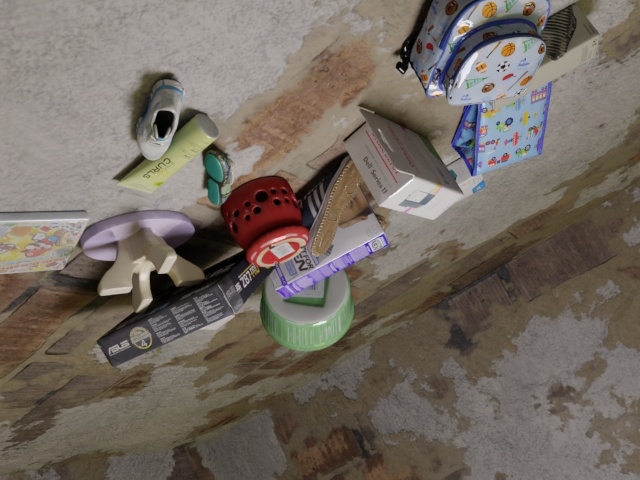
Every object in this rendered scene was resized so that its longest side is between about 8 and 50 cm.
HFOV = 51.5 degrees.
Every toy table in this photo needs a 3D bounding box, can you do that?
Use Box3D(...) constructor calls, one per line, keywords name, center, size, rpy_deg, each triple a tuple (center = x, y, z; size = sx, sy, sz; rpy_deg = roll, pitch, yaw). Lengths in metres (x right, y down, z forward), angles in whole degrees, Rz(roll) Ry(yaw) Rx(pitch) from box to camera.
Box3D(name="toy table", center=(-0.408, 0.041, 1.561), size=(0.274, 0.161, 0.252), rpy_deg=(-12, 153, -27))

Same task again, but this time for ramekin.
Box3D(name="ramekin", center=(-0.043, 0.177, 2.068), size=(0.303, 0.303, 0.148), rpy_deg=(-21, 149, -13))

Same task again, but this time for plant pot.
Box3D(name="plant pot", center=(-0.134, -0.037, 1.667), size=(0.191, 0.174, 0.191), rpy_deg=(-20, 157, -9))

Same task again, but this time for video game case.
Box3D(name="video game case", center=(-0.636, 0.008, 1.419), size=(0.227, 0.026, 0.206), rpy_deg=(-4, 149, -42))

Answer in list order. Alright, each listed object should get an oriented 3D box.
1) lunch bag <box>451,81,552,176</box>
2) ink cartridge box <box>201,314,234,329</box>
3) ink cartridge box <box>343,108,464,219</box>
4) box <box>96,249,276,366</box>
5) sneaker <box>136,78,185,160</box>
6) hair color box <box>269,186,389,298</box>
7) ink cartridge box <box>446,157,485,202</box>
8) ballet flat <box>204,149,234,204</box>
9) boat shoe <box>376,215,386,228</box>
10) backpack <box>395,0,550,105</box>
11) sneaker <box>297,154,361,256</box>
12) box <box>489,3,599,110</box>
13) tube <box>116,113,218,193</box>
Box3D(name="lunch bag", center=(0.495, -0.338, 1.771), size=(0.221, 0.138, 0.293), rpy_deg=(-19, 147, -11))
Box3D(name="ink cartridge box", center=(-0.349, 0.221, 2.089), size=(0.092, 0.090, 0.143), rpy_deg=(-35, 157, 20))
Box3D(name="ink cartridge box", center=(0.194, -0.183, 1.654), size=(0.119, 0.207, 0.353), rpy_deg=(-40, 153, 26))
Box3D(name="box", center=(-0.339, 0.163, 1.729), size=(0.395, 0.097, 0.318), rpy_deg=(-25, -168, 22))
Box3D(name="sneaker", center=(-0.302, -0.205, 1.229), size=(0.071, 0.083, 0.191), rpy_deg=(9, 142, -20))
Box3D(name="hair color box", center=(0.000, 0.000, 1.866), size=(0.339, 0.185, 0.110), rpy_deg=(-28, 156, 2))
Box3D(name="ink cartridge box", center=(0.389, -0.161, 2.069), size=(0.231, 0.078, 0.134), rpy_deg=(-30, 157, 10))
Box3D(name="ballet flat", center=(-0.223, -0.153, 1.486), size=(0.070, 0.070, 0.188), rpy_deg=(-17, 157, -20))
Box3D(name="boat shoe", center=(0.178, -0.051, 2.121), size=(0.050, 0.045, 0.135), rpy_deg=(-36, 155, 22))
Box3D(name="backpack", center=(0.325, -0.412, 1.331), size=(0.276, 0.213, 0.263), rpy_deg=(-15, 144, -17))
Box3D(name="sneaker", center=(-0.005, -0.114, 1.758), size=(0.099, 0.153, 0.282), rpy_deg=(12, 105, -50))
Box3D(name="box", center=(0.509, -0.434, 1.581), size=(0.275, 0.113, 0.094), rpy_deg=(-29, 156, 4))
Box3D(name="tube", center=(-0.308, -0.167, 1.359), size=(0.240, 0.062, 0.070), rpy_deg=(-33, 112, 27))
